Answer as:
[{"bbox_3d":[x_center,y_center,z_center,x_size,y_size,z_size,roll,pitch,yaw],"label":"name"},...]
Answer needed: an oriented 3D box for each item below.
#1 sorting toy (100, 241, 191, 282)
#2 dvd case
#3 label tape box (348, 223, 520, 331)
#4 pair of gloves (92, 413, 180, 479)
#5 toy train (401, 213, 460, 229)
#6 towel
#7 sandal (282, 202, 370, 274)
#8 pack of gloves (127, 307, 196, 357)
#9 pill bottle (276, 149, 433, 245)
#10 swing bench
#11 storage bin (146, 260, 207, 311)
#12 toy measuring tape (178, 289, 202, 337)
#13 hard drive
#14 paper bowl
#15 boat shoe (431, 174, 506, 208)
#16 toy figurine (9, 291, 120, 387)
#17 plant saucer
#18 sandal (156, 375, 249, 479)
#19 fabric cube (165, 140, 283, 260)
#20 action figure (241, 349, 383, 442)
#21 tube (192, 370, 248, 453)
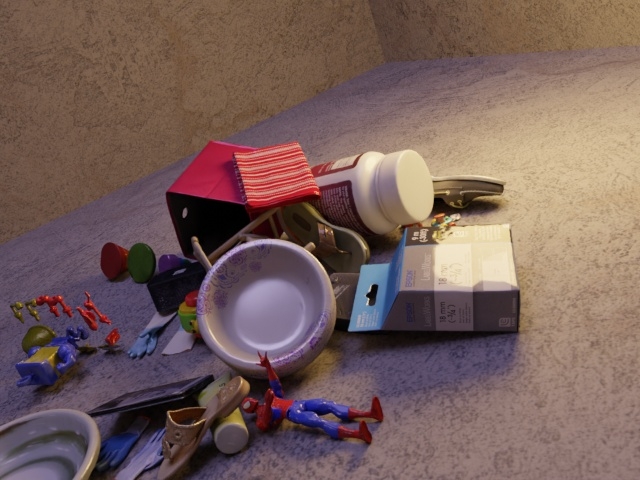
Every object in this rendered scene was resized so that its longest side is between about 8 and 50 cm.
[{"bbox_3d":[-0.560,0.069,2.111,0.366,0.127,0.126,2,2,36],"label":"sorting toy"},{"bbox_3d":[-0.354,0.326,1.358,0.221,0.018,0.164,-14,-2,12],"label":"dvd case"},{"bbox_3d":[0.229,0.074,1.332,0.334,0.105,0.240,-2,32,13],"label":"label tape box"},{"bbox_3d":[-0.364,0.407,1.269,0.198,0.023,0.159,-1,30,39],"label":"pair of gloves"},{"bbox_3d":[0.286,-0.055,1.738,0.166,0.046,0.125,-9,26,25],"label":"toy train"},{"bbox_3d":[-0.123,-0.176,1.725,0.199,0.031,0.274,-11,41,-9],"label":"towel"},{"bbox_3d":[-0.001,0.001,1.654,0.303,0.120,0.086,33,27,30],"label":"sandal"},{"bbox_3d":[-0.392,0.216,1.682,0.195,0.046,0.232,-13,24,17],"label":"pack of gloves"},{"bbox_3d":[0.091,-0.115,1.758,0.392,0.224,0.224,-9,25,38],"label":"pill bottle"},{"bbox_3d":[-0.158,0.066,1.610,0.255,0.165,0.253,-24,36,-12],"label":"swing bench"},{"bbox_3d":[-0.376,0.122,1.804,0.180,0.084,0.122,-15,14,9],"label":"storage bin"},{"bbox_3d":[-0.291,0.163,1.649,0.121,0.121,0.330,-18,15,4],"label":"toy measuring tape"},{"bbox_3d":[0.088,0.141,1.455,0.255,0.054,0.172,3,32,41],"label":"hard drive"},{"bbox_3d":[-0.107,0.151,1.371,0.284,0.148,0.284,-3,66,6],"label":"paper bowl"},{"bbox_3d":[0.366,-0.132,1.791,0.305,0.091,0.109,4,-4,39],"label":"boat shoe"},{"bbox_3d":[-0.716,0.278,1.640,0.363,0.191,0.217,-7,31,30],"label":"toy figurine"},{"bbox_3d":[-0.578,0.479,1.182,0.401,0.100,0.400,-17,24,8],"label":"plant saucer"},{"bbox_3d":[-0.238,0.323,1.168,0.240,0.079,0.088,-46,21,2],"label":"sandal"},{"bbox_3d":[-0.251,-0.102,1.863,0.259,0.254,0.258,11,45,17],"label":"fabric cube"},{"bbox_3d":[-0.041,0.279,1.160,0.280,0.139,0.091,-7,25,33],"label":"action figure"},{"bbox_3d":[-0.197,0.329,1.266,0.070,0.062,0.240,10,9,-19],"label":"tube"}]
